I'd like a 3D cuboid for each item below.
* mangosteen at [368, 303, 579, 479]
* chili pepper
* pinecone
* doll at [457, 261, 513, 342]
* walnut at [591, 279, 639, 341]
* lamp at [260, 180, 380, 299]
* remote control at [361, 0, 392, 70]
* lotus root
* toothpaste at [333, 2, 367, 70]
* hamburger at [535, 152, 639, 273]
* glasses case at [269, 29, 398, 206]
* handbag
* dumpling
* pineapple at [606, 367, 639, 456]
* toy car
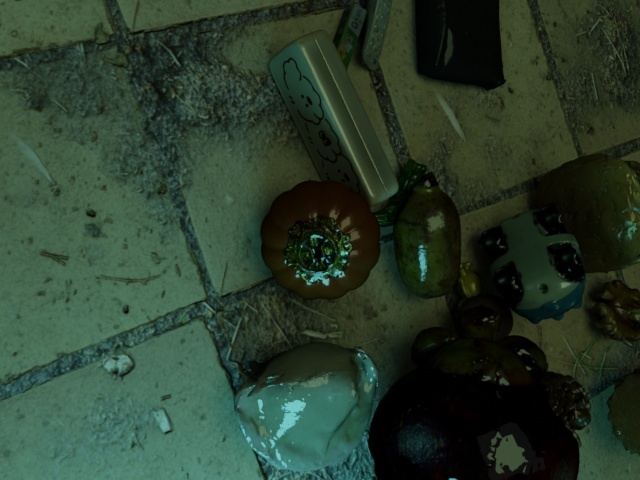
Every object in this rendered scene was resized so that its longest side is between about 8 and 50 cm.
[{"bbox_3d":[0.268,0.354,1.401,0.380,0.381,0.421,12,47,-26],"label":"mangosteen"},{"bbox_3d":[0.153,-0.085,1.548,0.182,0.050,0.073,-49,137,-17],"label":"chili pepper"},{"bbox_3d":[0.477,0.359,1.600,0.195,0.179,0.150,-26,111,-53],"label":"pinecone"},{"bbox_3d":[0.338,0.138,1.606,0.145,0.096,0.188,22,46,-43],"label":"doll"},{"bbox_3d":[0.704,0.171,1.799,0.170,0.069,0.143,24,72,-25],"label":"walnut"},{"bbox_3d":[0.000,0.000,1.380,0.223,0.196,0.223,1,102,3],"label":"lamp"},{"bbox_3d":[0.113,-0.468,1.577,0.073,0.044,0.229,30,71,-64],"label":"remote control"},{"bbox_3d":[0.214,-0.008,1.513,0.145,0.128,0.260,-24,119,-45],"label":"lotus root"},{"bbox_3d":[0.045,-0.390,1.535,0.037,0.043,0.179,24,73,-20],"label":"toothpaste"},{"bbox_3d":[0.600,-0.058,1.650,0.144,0.283,0.260,-2,75,-38],"label":"hamburger"},{"bbox_3d":[0.024,-0.219,1.446,0.076,0.144,0.337,-29,97,-27],"label":"glasses case"},{"bbox_3d":[0.313,-0.464,1.664,0.223,0.080,0.247,2,83,-28],"label":"handbag"},{"bbox_3d":[-0.028,0.285,1.372,0.292,0.163,0.205,-14,124,-29],"label":"dumpling"},{"bbox_3d":[0.829,0.412,1.775,0.357,0.222,0.223,19,75,-44],"label":"pineapple"},{"bbox_3d":[0.458,0.060,1.603,0.190,0.188,0.255,51,20,-41],"label":"toy car"}]
